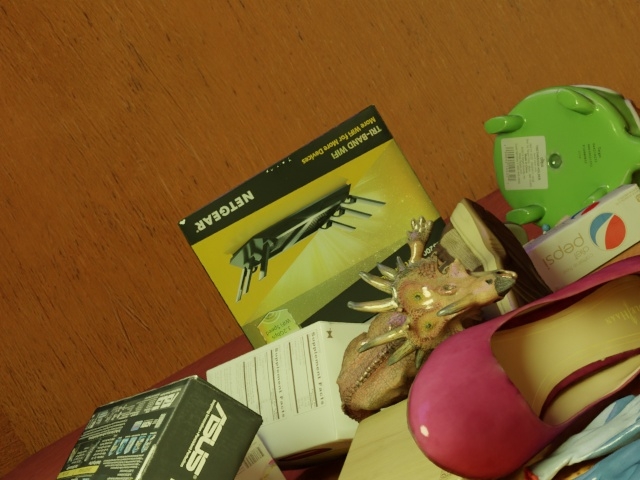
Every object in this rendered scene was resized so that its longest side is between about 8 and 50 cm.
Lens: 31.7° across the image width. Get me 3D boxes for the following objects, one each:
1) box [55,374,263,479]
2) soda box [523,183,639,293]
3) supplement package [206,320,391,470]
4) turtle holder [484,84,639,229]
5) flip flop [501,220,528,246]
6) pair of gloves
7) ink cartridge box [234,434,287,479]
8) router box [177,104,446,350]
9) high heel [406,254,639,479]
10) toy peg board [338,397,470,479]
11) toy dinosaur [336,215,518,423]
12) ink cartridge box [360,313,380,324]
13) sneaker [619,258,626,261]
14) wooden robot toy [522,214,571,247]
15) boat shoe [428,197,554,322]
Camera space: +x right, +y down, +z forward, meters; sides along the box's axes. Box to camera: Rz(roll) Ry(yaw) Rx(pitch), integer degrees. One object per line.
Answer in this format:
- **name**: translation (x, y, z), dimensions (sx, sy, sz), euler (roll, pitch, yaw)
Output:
- **box**: translation (-0.228, 0.311, 1.157), dimensions (0.318, 0.097, 0.395), euler (-61, 15, -24)
- **soda box**: translation (0.364, 0.006, 1.586), dimensions (0.216, 0.074, 0.069), euler (-32, 3, -3)
- **supplement package**: translation (-0.011, 0.190, 1.334), dimensions (0.139, 0.134, 0.244), euler (4, -21, -36)
- **turtle holder**: translation (0.448, -0.153, 1.833), dimensions (0.227, 0.243, 0.320), euler (-11, -22, -45)
- **flip flop**: translation (0.229, 0.069, 1.776), dimensions (0.277, 0.112, 0.080), euler (-30, 28, -23)
- **pair of gloves**: translation (0.233, 0.162, 0.863), dimensions (0.159, 0.023, 0.198), euler (-33, 2, 3)
- **ink cartridge box**: translation (-0.089, 0.278, 1.256), dimensions (0.088, 0.122, 0.052), euler (-33, -1, -33)
- **router box**: translation (0.000, 0.000, 1.518), dimensions (0.309, 0.243, 0.081), euler (-32, 3, -3)
- **high heel**: translation (0.220, 0.083, 0.964), dimensions (0.181, 0.127, 0.377), euler (-42, -11, 35)
- **toy peg board**: translation (0.100, 0.214, 1.022), dimensions (0.161, 0.079, 0.160), euler (-32, 18, 32)
- **toy dinosaur**: translation (0.077, 0.105, 1.108), dimensions (0.295, 0.127, 0.200), euler (-62, -11, 25)
- **ink cartridge box**: translation (0.136, 0.127, 1.499), dimensions (0.273, 0.114, 0.197), euler (-32, 3, -42)
- **sneaker**: translation (0.314, 0.068, 1.232), dimensions (0.084, 0.058, 0.152), euler (-22, 11, 10)
- **wooden robot toy**: translation (0.338, 0.036, 1.679), dimensions (0.173, 0.076, 0.079), euler (-33, 38, -20)
- **boat shoe**: translation (0.190, 0.076, 1.291), dimensions (0.123, 0.123, 0.342), euler (-48, 26, 17)
